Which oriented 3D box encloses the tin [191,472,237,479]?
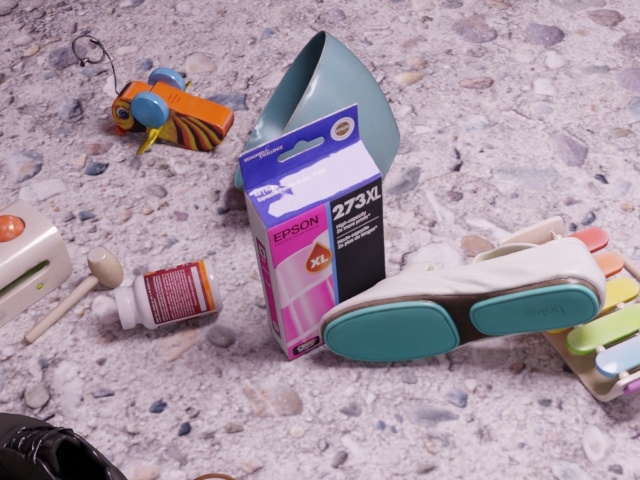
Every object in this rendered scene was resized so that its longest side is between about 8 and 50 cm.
[{"bbox_3d":[-0.109,0.367,1.225,0.190,0.040,0.106,31,60,31],"label":"tin"}]

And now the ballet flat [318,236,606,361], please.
[{"bbox_3d":[0.194,0.078,1.369,0.400,0.139,0.139,-12,42,21],"label":"ballet flat"}]

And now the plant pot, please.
[{"bbox_3d":[0.014,-0.168,1.605,0.195,0.290,0.290,28,45,-15],"label":"plant pot"}]

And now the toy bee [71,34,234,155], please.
[{"bbox_3d":[-0.308,-0.244,1.795,0.298,0.162,0.195,44,52,10],"label":"toy bee"}]

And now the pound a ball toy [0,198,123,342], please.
[{"bbox_3d":[-0.492,0.061,1.501,0.208,0.136,0.319,33,57,32],"label":"pound a ball toy"}]

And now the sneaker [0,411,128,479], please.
[{"bbox_3d":[-0.349,0.281,1.272,0.286,0.130,0.109,18,52,24],"label":"sneaker"}]

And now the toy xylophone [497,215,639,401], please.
[{"bbox_3d":[0.402,0.088,1.408,0.236,0.081,0.322,-27,49,-20],"label":"toy xylophone"}]

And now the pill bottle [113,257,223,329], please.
[{"bbox_3d":[-0.230,0.085,1.481,0.152,0.086,0.086,-14,46,-8],"label":"pill bottle"}]

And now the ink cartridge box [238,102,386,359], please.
[{"bbox_3d":[0.000,0.000,1.338,0.176,0.371,0.069,-26,48,-17],"label":"ink cartridge box"}]
